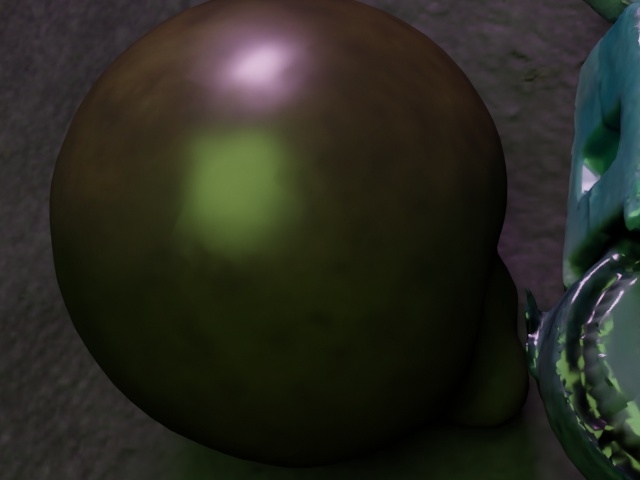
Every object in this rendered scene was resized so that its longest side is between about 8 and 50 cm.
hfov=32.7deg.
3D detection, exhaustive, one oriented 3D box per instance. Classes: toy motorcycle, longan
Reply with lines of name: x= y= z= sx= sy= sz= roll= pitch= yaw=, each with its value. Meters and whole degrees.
toy motorcycle: x=0.176 y=-0.018 z=0.378 sx=0.206 sy=0.154 sz=0.260 roll=10 pitch=66 yaw=-2
longan: x=0.000 y=0.000 z=0.419 sx=0.204 sy=0.159 sz=0.185 roll=40 pitch=63 yaw=-8
